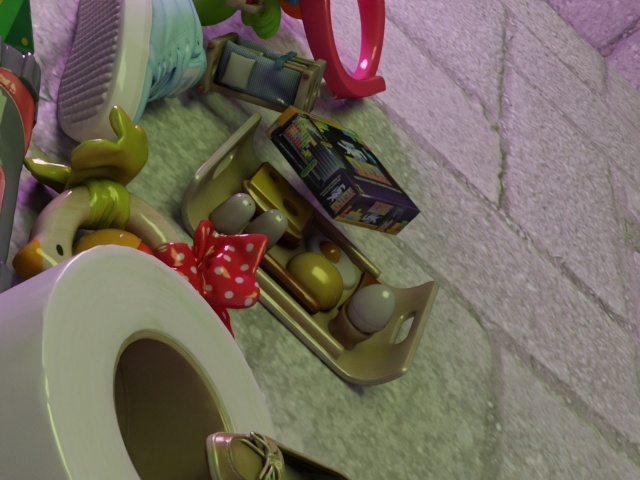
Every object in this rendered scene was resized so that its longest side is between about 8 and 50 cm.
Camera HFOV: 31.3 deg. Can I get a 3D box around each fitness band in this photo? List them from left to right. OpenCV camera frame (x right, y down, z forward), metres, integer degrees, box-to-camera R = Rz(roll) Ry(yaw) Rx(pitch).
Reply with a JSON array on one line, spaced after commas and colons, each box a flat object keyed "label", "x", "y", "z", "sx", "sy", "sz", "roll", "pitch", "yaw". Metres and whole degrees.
[{"label": "fitness band", "x": 0.038, "y": -0.309, "z": 1.645, "sx": 0.291, "sy": 0.054, "sz": 0.209, "roll": -28, "pitch": 112, "yaw": -68}]

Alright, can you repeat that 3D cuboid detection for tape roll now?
[{"label": "tape roll", "x": -0.137, "y": 0.151, "z": 0.811, "sx": 0.286, "sy": 0.100, "sz": 0.286, "roll": 52, "pitch": 23, "yaw": -33}]

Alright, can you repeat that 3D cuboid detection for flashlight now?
[{"label": "flashlight", "x": -0.289, "y": -0.046, "z": 0.926, "sx": 0.103, "sy": 0.103, "sz": 0.304, "roll": 10, "pitch": 41, "yaw": -14}]

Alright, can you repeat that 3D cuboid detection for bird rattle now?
[{"label": "bird rattle", "x": -0.173, "y": 0.022, "z": 1.028, "sx": 0.253, "sy": 0.143, "sz": 0.207, "roll": 53, "pitch": 37, "yaw": -19}]

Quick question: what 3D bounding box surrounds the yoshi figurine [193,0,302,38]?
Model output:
[{"label": "yoshi figurine", "x": -0.117, "y": -0.368, "z": 1.549, "sx": 0.362, "sy": 0.204, "sz": 0.203, "roll": -21, "pitch": 105, "yaw": -73}]

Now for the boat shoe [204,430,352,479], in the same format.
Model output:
[{"label": "boat shoe", "x": -0.029, "y": 0.171, "z": 0.838, "sx": 0.153, "sy": 0.048, "sz": 0.056, "roll": 41, "pitch": 30, "yaw": -48}]

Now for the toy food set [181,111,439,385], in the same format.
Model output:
[{"label": "toy food set", "x": 0.000, "y": 0.000, "z": 1.278, "sx": 0.306, "sy": 0.092, "sz": 0.220, "roll": 45, "pitch": 28, "yaw": -7}]

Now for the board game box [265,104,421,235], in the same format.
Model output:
[{"label": "board game box", "x": 0.029, "y": -0.079, "z": 1.331, "sx": 0.141, "sy": 0.048, "sz": 0.170, "roll": 51, "pitch": 18, "yaw": 22}]

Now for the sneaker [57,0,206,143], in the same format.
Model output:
[{"label": "sneaker", "x": -0.182, "y": -0.205, "z": 1.238, "sx": 0.150, "sy": 0.135, "sz": 0.366, "roll": 30, "pitch": 34, "yaw": -25}]

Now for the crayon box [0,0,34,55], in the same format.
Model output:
[{"label": "crayon box", "x": -0.380, "y": -0.327, "z": 1.047, "sx": 0.203, "sy": 0.083, "sz": 0.323, "roll": 7, "pitch": 69, "yaw": -51}]

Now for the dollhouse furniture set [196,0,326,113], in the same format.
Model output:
[{"label": "dollhouse furniture set", "x": -0.054, "y": -0.253, "z": 1.361, "sx": 0.129, "sy": 0.183, "sz": 0.129, "roll": 18, "pitch": 17, "yaw": 3}]
